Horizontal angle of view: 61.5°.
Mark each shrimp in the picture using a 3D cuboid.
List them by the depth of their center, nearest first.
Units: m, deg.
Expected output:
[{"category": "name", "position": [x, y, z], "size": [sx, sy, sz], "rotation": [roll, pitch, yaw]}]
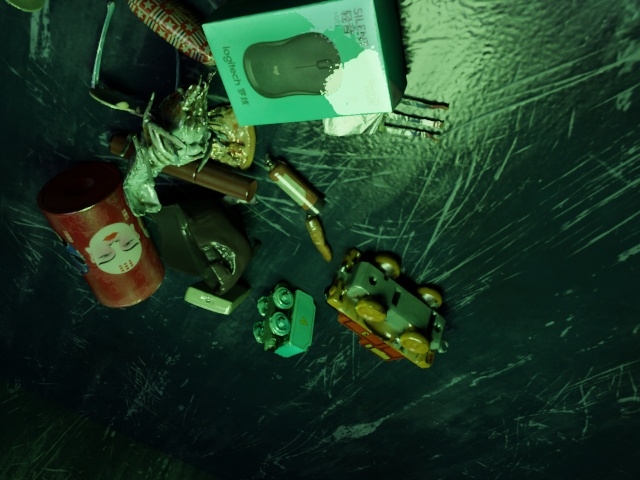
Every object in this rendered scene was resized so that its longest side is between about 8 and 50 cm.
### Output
[{"category": "shrimp", "position": [-0.304, -0.180, 1.072], "size": [0.410, 0.221, 0.166], "rotation": [-22, 90, 45]}]

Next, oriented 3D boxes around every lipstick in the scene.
[{"category": "lipstick", "position": [-0.313, -0.168, 1.213], "size": [0.356, 0.057, 0.057], "rotation": [20, 138, 10]}]

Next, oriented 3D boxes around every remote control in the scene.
[{"category": "remote control", "position": [-0.262, 0.138, 1.415], "size": [0.123, 0.285, 0.038], "rotation": [20, 93, 0]}]

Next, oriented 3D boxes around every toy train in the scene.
[{"category": "toy train", "position": [0.165, 0.187, 1.355], "size": [0.369, 0.163, 0.231], "rotation": [36, 143, -17]}, {"category": "toy train", "position": [-0.095, 0.219, 1.457], "size": [0.154, 0.198, 0.107], "rotation": [30, 139, -30]}]

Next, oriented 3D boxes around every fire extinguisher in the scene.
[{"category": "fire extinguisher", "position": [-0.064, -0.128, 1.193], "size": [0.177, 0.050, 0.062], "rotation": [41, 159, -22]}]

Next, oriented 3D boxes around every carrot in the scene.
[{"category": "carrot", "position": [-0.002, 0.000, 1.314], "size": [0.035, 0.036, 0.165], "rotation": [-1, 135, 22]}]

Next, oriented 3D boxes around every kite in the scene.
[{"category": "kite", "position": [0.117, -0.245, 1.033], "size": [0.244, 0.015, 0.141], "rotation": [14, 135, 8]}]

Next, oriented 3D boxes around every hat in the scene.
[{"category": "hat", "position": [-0.265, -0.026, 1.316], "size": [0.336, 0.209, 0.238], "rotation": [21, 135, 41]}]

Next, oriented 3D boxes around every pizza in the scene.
[{"category": "pizza", "position": [-0.234, -0.228, 1.155], "size": [0.195, 0.052, 0.185], "rotation": [12, 134, 6]}]

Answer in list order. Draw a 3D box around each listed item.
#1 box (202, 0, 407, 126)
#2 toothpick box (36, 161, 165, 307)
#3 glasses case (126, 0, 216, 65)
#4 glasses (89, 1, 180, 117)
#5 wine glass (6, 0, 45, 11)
[{"category": "box", "position": [-0.022, -0.321, 0.931], "size": [0.311, 0.118, 0.205], "rotation": [0, 133, 20]}, {"category": "toothpick box", "position": [-0.550, -0.009, 1.384], "size": [0.204, 0.204, 0.334], "rotation": [4, 135, 16]}, {"category": "glasses case", "position": [-0.258, -0.396, 0.977], "size": [0.194, 0.073, 0.049], "rotation": [35, 141, -16]}, {"category": "glasses", "position": [-0.373, -0.340, 1.066], "size": [0.189, 0.088, 0.221], "rotation": [19, 137, 1]}, {"category": "wine glass", "position": [-0.465, -0.501, 0.929], "size": [0.230, 0.103, 0.103], "rotation": [-21, 123, 31]}]
